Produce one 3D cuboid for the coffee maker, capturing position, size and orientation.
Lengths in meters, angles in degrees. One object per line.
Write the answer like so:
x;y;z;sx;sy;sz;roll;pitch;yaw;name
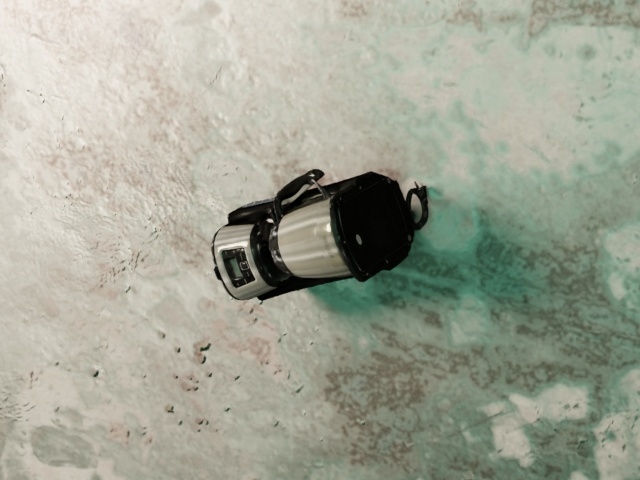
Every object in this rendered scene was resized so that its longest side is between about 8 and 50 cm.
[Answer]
0.000;0.000;1.451;0.178;0.171;0.120;-12;78;38;coffee maker
